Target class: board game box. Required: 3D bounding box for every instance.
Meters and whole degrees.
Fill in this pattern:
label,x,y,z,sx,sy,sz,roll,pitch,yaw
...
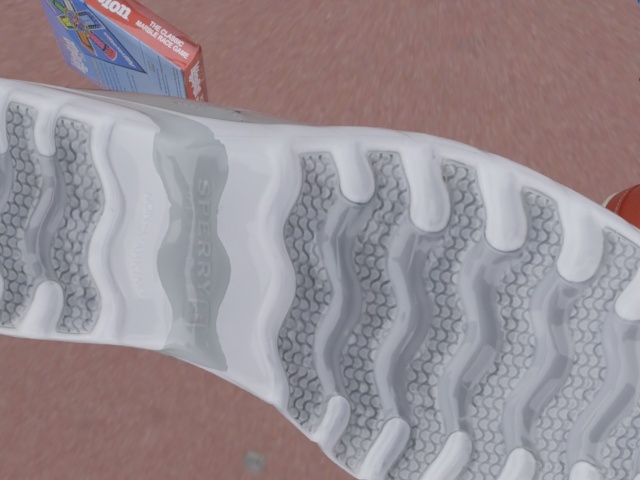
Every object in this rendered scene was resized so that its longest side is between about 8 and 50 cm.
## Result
label,x,y,z,sx,sy,sz,roll,pitch,yaw
board game box,-0.155,-0.148,1.371,0.145,0.281,0.027,33,81,3

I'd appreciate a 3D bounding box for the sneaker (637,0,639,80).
label,x,y,z,sx,sy,sz,roll,pitch,yaw
sneaker,0.191,-0.118,0.950,0.152,0.058,0.084,42,116,26

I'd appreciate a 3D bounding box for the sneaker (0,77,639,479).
label,x,y,z,sx,sy,sz,roll,pitch,yaw
sneaker,0.000,0.000,0.541,0.281,0.115,0.105,20,105,11

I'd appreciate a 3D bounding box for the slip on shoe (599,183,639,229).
label,x,y,z,sx,sy,sz,roll,pitch,yaw
slip on shoe,0.286,0.103,1.104,0.101,0.123,0.331,-37,75,47
